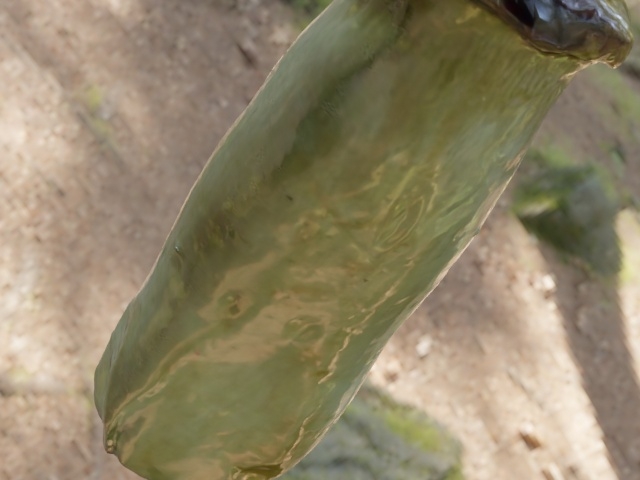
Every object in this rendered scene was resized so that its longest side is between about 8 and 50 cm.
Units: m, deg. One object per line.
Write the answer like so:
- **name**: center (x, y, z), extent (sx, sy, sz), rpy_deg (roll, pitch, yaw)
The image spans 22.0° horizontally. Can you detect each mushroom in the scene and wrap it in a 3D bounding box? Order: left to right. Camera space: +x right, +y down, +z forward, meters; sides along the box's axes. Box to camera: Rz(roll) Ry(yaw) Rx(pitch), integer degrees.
- **mushroom**: center (0.000, 0.000, 0.596), extent (0.100, 0.312, 0.081), rpy_deg (23, 46, -12)
